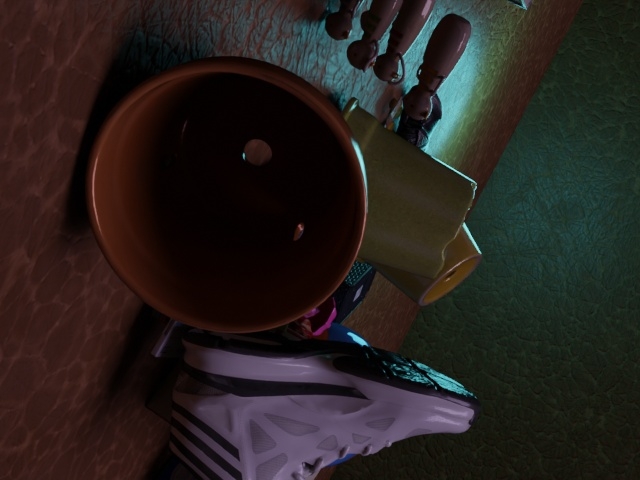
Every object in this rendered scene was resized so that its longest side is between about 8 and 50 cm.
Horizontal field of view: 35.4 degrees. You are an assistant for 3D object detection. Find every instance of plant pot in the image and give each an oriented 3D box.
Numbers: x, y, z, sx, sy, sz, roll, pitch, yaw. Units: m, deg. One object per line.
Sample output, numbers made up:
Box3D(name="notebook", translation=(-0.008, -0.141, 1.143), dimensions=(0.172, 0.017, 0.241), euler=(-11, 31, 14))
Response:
Box3D(name="plant pot", translation=(0.114, -0.064, 1.690), dimensions=(0.276, 0.254, 0.276), euler=(25, 90, -87))
Box3D(name="plant pot", translation=(-0.084, -0.072, 1.103), dimensions=(0.203, 0.291, 0.291), euler=(-68, -179, -67))
Box3D(name="plant pot", translation=(0.193, -0.007, 2.049), dimensions=(0.254, 0.239, 0.254), euler=(-34, 161, -13))

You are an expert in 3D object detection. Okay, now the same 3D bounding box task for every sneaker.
Box3D(name="sneaker", translation=(-0.003, 0.280, 1.435), dimensions=(0.169, 0.447, 0.257), euler=(-143, -114, -74))
Box3D(name="sneaker", translation=(0.188, -0.218, 2.091), dimensions=(0.130, 0.087, 0.227), euler=(-60, 172, -32))

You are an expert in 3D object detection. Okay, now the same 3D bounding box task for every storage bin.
Box3D(name="storage bin", translation=(0.048, 0.099, 2.212), dimensions=(0.180, 0.084, 0.122), euler=(-40, 154, -54))

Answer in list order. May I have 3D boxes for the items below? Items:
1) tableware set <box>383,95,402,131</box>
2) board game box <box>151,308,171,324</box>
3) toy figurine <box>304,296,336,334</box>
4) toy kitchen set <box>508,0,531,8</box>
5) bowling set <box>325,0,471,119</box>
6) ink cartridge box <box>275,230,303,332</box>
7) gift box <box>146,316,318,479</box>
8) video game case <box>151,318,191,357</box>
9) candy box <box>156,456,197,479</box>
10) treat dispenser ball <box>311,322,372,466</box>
Box3D(name="tableware set", translation=(0.120, -0.217, 1.999), dimensions=(0.154, 0.024, 0.104), euler=(-61, 169, -6))
Box3D(name="board game box", translation=(-0.162, 0.029, 1.429), dimensions=(0.170, 0.048, 0.141), euler=(-42, 157, -53))
Box3D(name="toy figurine", translation=(-0.048, 0.098, 1.726), dimensions=(0.130, 0.159, 0.173), euler=(-59, 165, -10))
Box3D(name="toy kitchen set", translation=(0.366, -0.561, 1.900), dimensions=(0.207, 0.166, 0.122), euler=(-62, 166, 2))
Box3D(name="bowling set", translation=(0.062, -0.309, 1.415), dimensions=(0.154, 0.200, 0.287), euler=(-64, -152, 27))
Box3D(name="ink cartridge box", translation=(-0.050, -0.009, 1.522), dimensions=(0.255, 0.097, 0.188), euler=(-69, 178, -66))
Box3D(name="gift box", translation=(-0.106, 0.235, 1.629), dimensions=(0.258, 0.276, 0.255), euler=(-54, 151, -13))
Box3D(name="video game case", translation=(-0.183, 0.107, 1.385), dimensions=(0.122, 0.011, 0.087), euler=(-60, 163, 1))
Box3D(name="candy box", translation=(-0.263, 0.545, 1.902), dimensions=(0.268, 0.122, 0.317), euler=(-52, 162, -36))
Box3D(name="treat dispenser ball", translation=(-0.009, 0.302, 1.981), dimensions=(0.288, 0.288, 0.288), euler=(-55, 164, -24))
